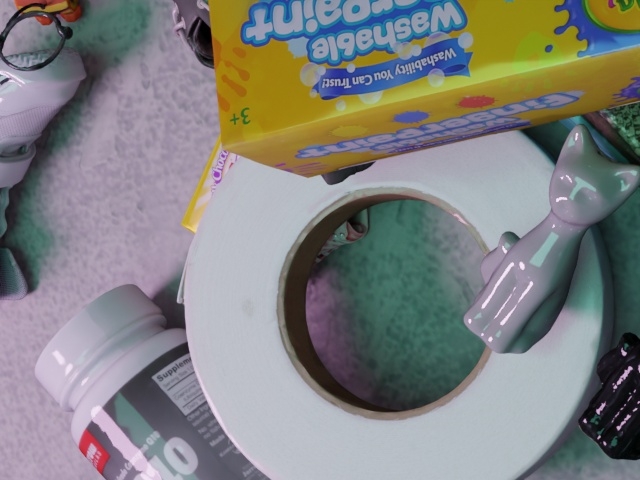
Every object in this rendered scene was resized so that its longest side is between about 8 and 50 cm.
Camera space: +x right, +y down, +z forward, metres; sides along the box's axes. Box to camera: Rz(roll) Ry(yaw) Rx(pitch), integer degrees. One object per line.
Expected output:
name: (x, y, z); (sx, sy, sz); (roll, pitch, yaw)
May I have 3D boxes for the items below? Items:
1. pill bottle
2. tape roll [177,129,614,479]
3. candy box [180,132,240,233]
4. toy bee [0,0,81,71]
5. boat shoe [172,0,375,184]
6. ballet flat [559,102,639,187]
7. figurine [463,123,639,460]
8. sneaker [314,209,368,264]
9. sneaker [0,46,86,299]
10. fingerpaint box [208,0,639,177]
pill bottle: (-0.138, 0.189, 1.896); (0.283, 0.161, 0.161); (46, 116, 14)
tape roll: (0.066, 0.057, 1.760); (0.392, 0.072, 0.392); (-1, 87, 18)
candy box: (-0.054, -0.077, 1.884); (0.105, 0.027, 0.206); (34, 112, 23)
toy bee: (-0.284, -0.284, 1.913); (0.195, 0.162, 0.298); (15, 74, 10)
boat shoe: (-0.065, -0.168, 1.741); (0.095, 0.112, 0.335); (-46, 58, -9)
ballet flat: (0.324, -0.060, 1.631); (0.182, 0.164, 0.483); (-38, 85, 6)
figurine: (0.236, 0.035, 1.576); (0.215, 0.092, 0.209); (42, 133, 16)
sneaker: (0.000, 0.000, 1.853); (0.070, 0.051, 0.134); (31, 107, 26)
sneaker: (-0.343, -0.045, 1.987); (0.366, 0.137, 0.210); (-28, 86, 34)
fingerpaint box: (0.129, -0.278, 1.517); (0.444, 0.163, 0.371); (-11, 78, 26)
